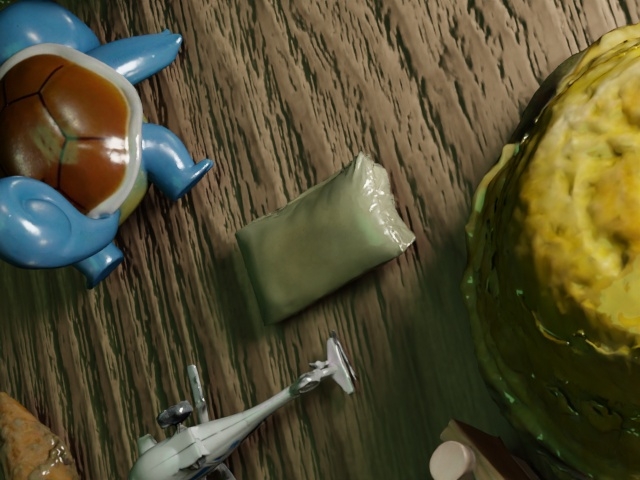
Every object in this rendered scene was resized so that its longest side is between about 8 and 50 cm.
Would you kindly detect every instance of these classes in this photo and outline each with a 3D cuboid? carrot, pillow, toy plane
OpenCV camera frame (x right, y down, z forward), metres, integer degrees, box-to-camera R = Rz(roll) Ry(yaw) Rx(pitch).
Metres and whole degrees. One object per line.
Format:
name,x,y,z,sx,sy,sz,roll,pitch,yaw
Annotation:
carrot,-0.329,0.284,1.485,0.102,0.102,0.263,-45,57,23
pillow,0.000,0.000,1.306,0.208,0.053,0.119,-32,62,33
toy plane,-0.091,0.204,1.309,0.273,0.107,0.182,-16,77,30

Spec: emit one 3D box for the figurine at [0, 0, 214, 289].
figurine,-0.283,-0.095,1.465,0.298,0.243,0.416,-49,36,31

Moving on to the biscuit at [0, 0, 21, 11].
biscuit,-0.420,-0.251,1.683,0.290,0.038,0.141,-11,76,34

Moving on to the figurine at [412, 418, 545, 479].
figurine,0.099,0.278,1.124,0.237,0.141,0.162,-52,51,19

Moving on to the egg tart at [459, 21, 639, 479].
egg tart,0.278,-0.011,0.990,0.443,0.178,0.443,-17,60,32
